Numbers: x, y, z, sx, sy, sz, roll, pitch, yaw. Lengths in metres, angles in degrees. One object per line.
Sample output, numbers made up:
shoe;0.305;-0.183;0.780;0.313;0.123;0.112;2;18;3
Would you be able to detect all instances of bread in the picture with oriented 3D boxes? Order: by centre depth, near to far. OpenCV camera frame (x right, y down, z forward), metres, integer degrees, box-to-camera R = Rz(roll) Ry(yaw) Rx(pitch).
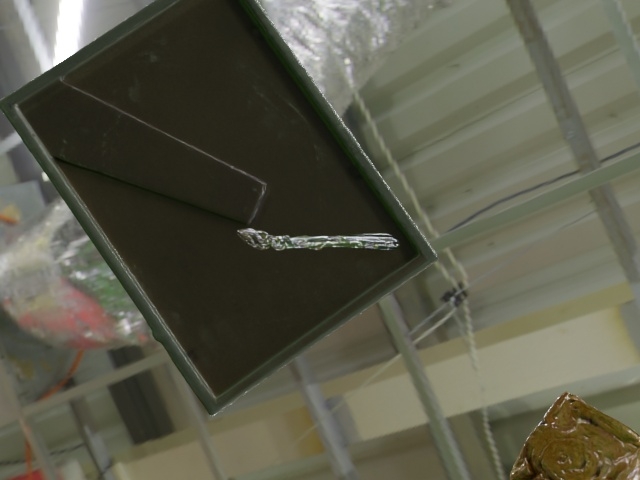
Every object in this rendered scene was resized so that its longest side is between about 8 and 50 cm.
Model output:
bread;0.348;0.307;1.352;0.158;0.149;0.143;20;-25;44

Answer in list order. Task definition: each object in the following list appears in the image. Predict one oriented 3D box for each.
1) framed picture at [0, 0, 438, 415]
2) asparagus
framed picture;-0.119;-0.068;1.222;0.326;0.028;0.446;-34;-94;-6
asparagus;0.000;0.000;1.096;0.022;0.232;0.023;-14;-101;43
